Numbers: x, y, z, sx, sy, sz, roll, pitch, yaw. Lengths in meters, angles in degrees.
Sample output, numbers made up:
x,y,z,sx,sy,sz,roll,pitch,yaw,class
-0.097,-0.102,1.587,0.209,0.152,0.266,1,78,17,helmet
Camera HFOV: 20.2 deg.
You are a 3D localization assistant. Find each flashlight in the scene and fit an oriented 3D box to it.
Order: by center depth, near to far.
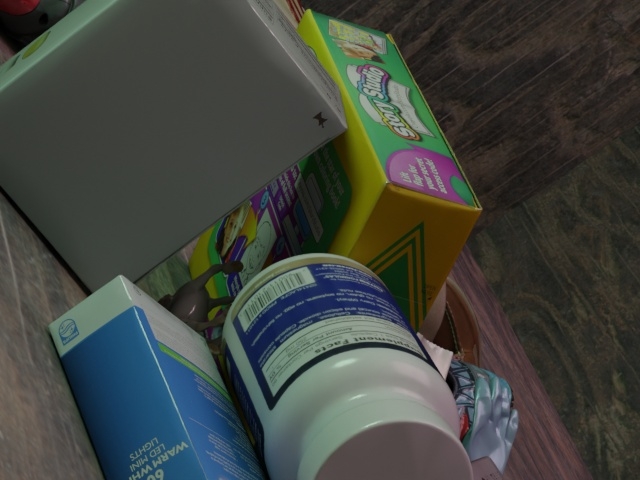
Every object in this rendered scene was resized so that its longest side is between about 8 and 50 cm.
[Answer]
x,y,z,sx,sy,sz,roll,pitch,yaw,class
-0.313,-0.267,1.705,0.103,0.103,0.304,59,11,30,flashlight

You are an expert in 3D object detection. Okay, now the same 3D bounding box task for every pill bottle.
x,y,z,sx,sy,sz,roll,pitch,yaw,class
0.019,0.128,1.381,0.153,0.153,0.265,50,5,-28,pill bottle

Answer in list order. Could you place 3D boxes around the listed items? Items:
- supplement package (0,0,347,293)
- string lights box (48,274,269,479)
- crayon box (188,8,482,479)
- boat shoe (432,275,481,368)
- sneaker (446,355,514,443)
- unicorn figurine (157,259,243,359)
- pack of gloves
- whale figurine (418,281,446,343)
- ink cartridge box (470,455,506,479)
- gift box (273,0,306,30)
x,y,z,sx,sy,sz,roll,pitch,yaw,class
-0.142,-0.114,1.528,0.204,0.262,0.145,51,9,-17,supplement package
-0.102,0.163,1.334,0.133,0.076,0.260,44,15,-51,string lights box
0.000,0.000,1.681,0.106,0.313,0.363,17,26,-22,crayon box
0.147,0.181,2.224,0.116,0.123,0.324,-78,154,-62,boat shoe
0.136,0.247,2.083,0.125,0.104,0.262,32,46,-17,sneaker
-0.111,0.065,1.615,0.060,0.111,0.162,64,22,-11,unicorn figurine
0.146,0.233,1.963,0.195,0.046,0.232,28,64,-31,pack of gloves
0.053,0.097,2.083,0.216,0.141,0.272,-114,-149,-58,whale figurine
0.131,0.356,1.563,0.285,0.166,0.395,57,10,11,ink cartridge box
-0.096,-0.204,2.093,0.255,0.276,0.258,43,15,-32,gift box
